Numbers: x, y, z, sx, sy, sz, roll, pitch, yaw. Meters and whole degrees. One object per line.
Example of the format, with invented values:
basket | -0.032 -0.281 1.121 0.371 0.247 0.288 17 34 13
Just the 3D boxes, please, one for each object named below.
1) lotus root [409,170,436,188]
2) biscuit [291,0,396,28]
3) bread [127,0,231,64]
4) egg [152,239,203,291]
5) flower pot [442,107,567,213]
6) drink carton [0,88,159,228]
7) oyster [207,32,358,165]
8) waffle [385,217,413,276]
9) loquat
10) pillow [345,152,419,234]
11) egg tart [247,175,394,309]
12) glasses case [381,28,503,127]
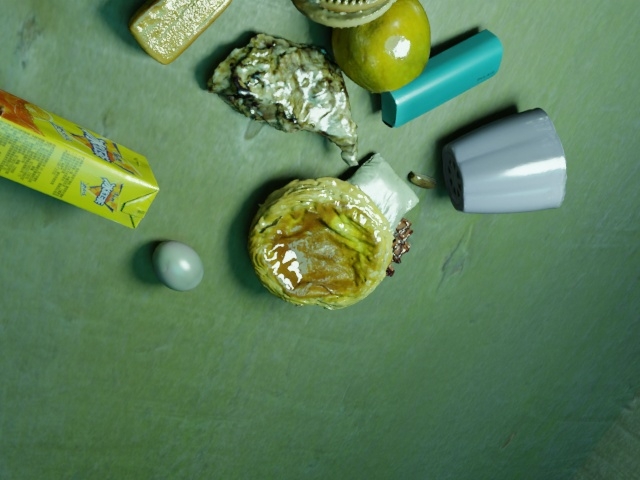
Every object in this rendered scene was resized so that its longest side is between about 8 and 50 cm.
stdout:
lotus root | 0.262 -0.149 1.758 0.083 0.037 0.030 12 119 -33
biscuit | 0.050 -0.523 1.283 0.259 0.259 0.079 -33 166 -3
bread | -0.264 -0.429 1.280 0.200 0.077 0.116 -44 128 4
egg | -0.324 0.058 1.562 0.103 0.103 0.135 -37 129 1
flower pot | 0.442 -0.173 1.708 0.243 0.265 0.265 -16 128 -3
drink carton | -0.492 -0.155 1.299 0.351 0.154 0.111 26 108 -37
oyster | -0.036 -0.312 1.458 0.396 0.111 0.204 20 108 -31
waffle | 0.131 0.012 1.792 0.234 0.055 0.221 3 120 -22
loquat | 0.118 -0.428 1.389 0.213 0.213 0.246 -27 108 -8
pillow | 0.144 -0.114 1.673 0.134 0.078 0.181 -46 108 -8
egg tart | 0.000 0.000 1.637 0.351 0.150 0.352 -1 114 -3
glasses case | 0.277 -0.361 1.564 0.301 0.070 0.117 -31 147 -15
